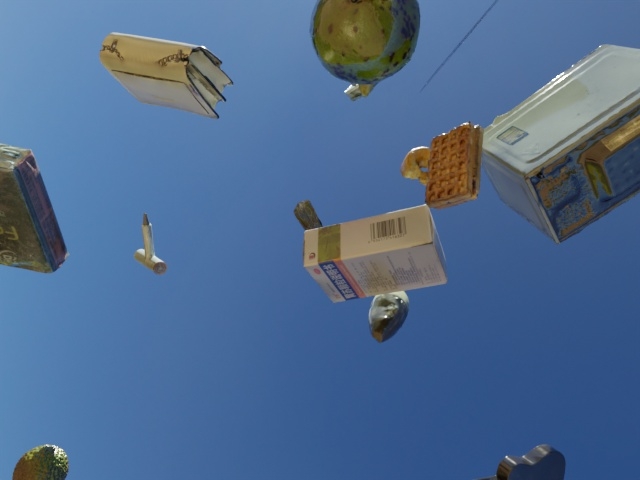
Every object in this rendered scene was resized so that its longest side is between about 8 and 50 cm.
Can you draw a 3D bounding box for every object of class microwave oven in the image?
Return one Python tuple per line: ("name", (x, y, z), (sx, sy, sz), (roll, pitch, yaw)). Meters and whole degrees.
("microwave oven", (0.550, -0.196, 0.984), (0.354, 0.218, 0.286), (-36, -151, 8))

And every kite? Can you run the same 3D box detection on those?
("kite", (0.000, 0.000, 1.551), (0.286, 0.015, 0.152), (62, -25, -1))

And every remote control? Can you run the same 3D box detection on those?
("remote control", (0.149, -0.504, 1.489), (0.104, 0.247, 0.052), (-24, -69, 36))

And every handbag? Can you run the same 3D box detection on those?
("handbag", (-0.490, -0.540, 1.512), (0.358, 0.236, 0.160), (17, -99, 21))

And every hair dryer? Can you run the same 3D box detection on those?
("hair dryer", (-0.503, -0.005, 1.363), (0.154, 0.044, 0.183), (17, -63, 45))

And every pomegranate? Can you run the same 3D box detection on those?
("pomegranate", (0.086, -0.395, 0.922), (0.210, 0.263, 0.211), (-2, -105, 8))

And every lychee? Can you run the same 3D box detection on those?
("lychee", (-0.630, 0.522, 1.066), (0.114, 0.114, 0.147), (49, -54, 25))

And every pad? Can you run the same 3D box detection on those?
("pad", (0.415, -0.532, 1.253), (0.063, 0.315, 0.375), (41, -80, -3))

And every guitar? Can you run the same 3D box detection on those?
("guitar", (0.254, 0.345, 0.671), (0.025, 0.233, 0.088), (-160, -105, -66))

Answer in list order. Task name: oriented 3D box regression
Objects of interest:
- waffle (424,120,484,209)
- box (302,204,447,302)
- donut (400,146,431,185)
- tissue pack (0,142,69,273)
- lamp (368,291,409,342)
("waffle", (0.246, -0.135, 0.870), (0.102, 0.042, 0.148), (-16, -121, 53))
("box", (0.133, 0.040, 1.123), (0.299, 0.200, 0.107), (-11, -126, 19))
("donut", (0.237, -0.169, 1.060), (0.108, 0.097, 0.043), (24, -30, 17))
("tissue pack", (-0.710, -0.075, 1.037), (0.227, 0.103, 0.316), (11, -45, 0))
("lamp", (0.178, 0.184, 1.233), (0.101, 0.250, 0.101), (10, -61, 19))
